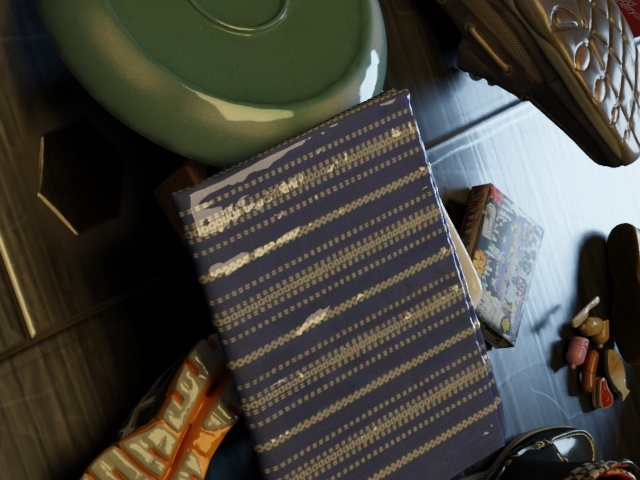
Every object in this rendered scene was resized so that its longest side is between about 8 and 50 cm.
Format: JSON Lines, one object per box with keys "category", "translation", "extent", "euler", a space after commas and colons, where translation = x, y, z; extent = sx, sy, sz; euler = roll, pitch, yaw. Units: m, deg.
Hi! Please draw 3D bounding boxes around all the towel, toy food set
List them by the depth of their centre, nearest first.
{"category": "towel", "translation": [0.022, 0.071, 1.561], "extent": [0.243, 0.040, 0.336], "euler": [-28, 110, -32]}
{"category": "toy food set", "translation": [0.282, 0.124, 2.019], "extent": [0.078, 0.019, 0.122], "euler": [-37, 117, -44]}

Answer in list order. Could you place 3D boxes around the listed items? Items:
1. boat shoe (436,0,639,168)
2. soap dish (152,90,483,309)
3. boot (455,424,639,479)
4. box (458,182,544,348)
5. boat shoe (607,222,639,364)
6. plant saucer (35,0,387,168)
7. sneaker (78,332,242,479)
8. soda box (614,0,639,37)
{"category": "boat shoe", "translation": [0.199, -0.217, 1.917], "extent": [0.355, 0.130, 0.132], "euler": [54, 45, -17]}
{"category": "soap dish", "translation": [0.000, 0.000, 1.667], "extent": [0.229, 0.118, 0.291], "euler": [-48, 116, -41]}
{"category": "boot", "translation": [0.237, 0.232, 1.828], "extent": [0.236, 0.178, 0.085], "euler": [-21, 97, -46]}
{"category": "box", "translation": [0.170, 0.025, 1.910], "extent": [0.094, 0.027, 0.137], "euler": [37, 57, -35]}
{"category": "boat shoe", "translation": [0.341, 0.057, 2.065], "extent": [0.049, 0.056, 0.152], "euler": [7, 77, -41]}
{"category": "plant saucer", "translation": [-0.079, -0.202, 1.579], "extent": [0.317, 0.044, 0.317], "euler": [14, 56, -22]}
{"category": "sneaker", "translation": [-0.127, 0.167, 1.530], "extent": [0.084, 0.083, 0.215], "euler": [44, 70, -12]}
{"category": "soda box", "translation": [0.269, -0.305, 2.031], "extent": [0.263, 0.092, 0.083], "euler": [30, 61, -39]}
